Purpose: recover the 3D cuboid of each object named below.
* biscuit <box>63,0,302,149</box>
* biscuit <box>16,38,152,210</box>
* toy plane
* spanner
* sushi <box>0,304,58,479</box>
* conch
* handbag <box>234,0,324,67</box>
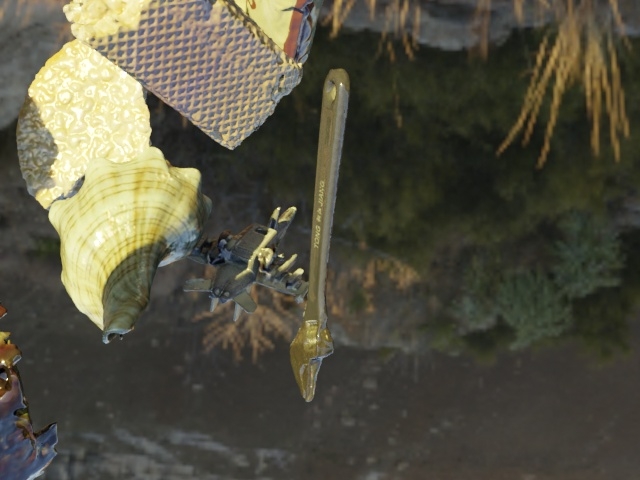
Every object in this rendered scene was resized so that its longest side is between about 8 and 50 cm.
[{"bbox_3d":[-0.111,-0.170,0.960,0.108,0.062,0.239,-45,146,6],"label":"biscuit"},{"bbox_3d":[-0.306,-0.161,1.485,0.188,0.265,0.040,29,180,6],"label":"biscuit"},{"bbox_3d":[-0.085,0.008,1.522,0.192,0.262,0.088,20,134,12],"label":"toy plane"},{"bbox_3d":[0.000,0.000,0.670,0.012,0.209,0.046,-3,-161,-23],"label":"spanner"},{"bbox_3d":[-0.490,0.193,1.230,0.294,0.299,0.281,-31,147,-37],"label":"sushi"},{"bbox_3d":[-0.243,-0.004,1.324,0.169,0.386,0.203,34,118,-3],"label":"conch"},{"bbox_3d":[-0.043,-0.331,1.246,0.127,0.213,0.235,-16,158,-20],"label":"handbag"}]
